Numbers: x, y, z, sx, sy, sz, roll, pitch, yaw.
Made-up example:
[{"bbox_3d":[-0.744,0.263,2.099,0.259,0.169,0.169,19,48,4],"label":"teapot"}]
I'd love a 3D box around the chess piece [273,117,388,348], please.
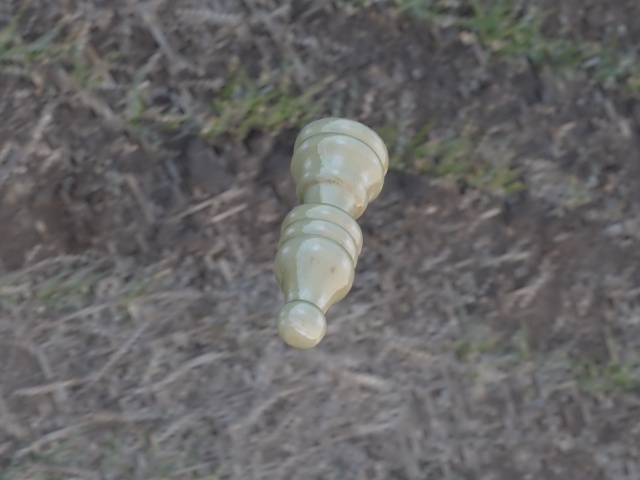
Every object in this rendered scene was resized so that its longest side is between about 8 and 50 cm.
[{"bbox_3d":[0.000,0.000,0.671,0.035,0.035,0.092,38,42,-23],"label":"chess piece"}]
